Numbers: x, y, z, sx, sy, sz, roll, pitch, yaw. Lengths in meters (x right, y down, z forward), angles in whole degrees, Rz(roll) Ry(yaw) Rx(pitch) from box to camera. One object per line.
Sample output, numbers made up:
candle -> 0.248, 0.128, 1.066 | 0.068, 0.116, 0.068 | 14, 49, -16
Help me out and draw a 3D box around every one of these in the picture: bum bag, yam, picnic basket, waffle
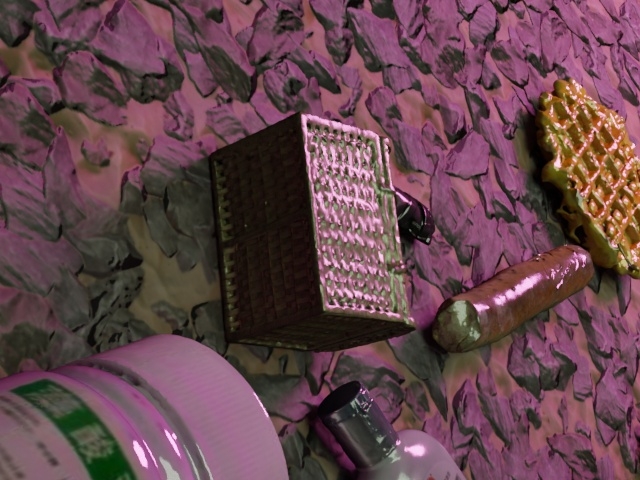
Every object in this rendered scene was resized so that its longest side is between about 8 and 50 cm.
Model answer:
bum bag -> 0.088, -0.035, 1.375 | 0.124, 0.034, 0.058 | 25, 43, -40
yam -> 0.232, 0.066, 1.466 | 0.317, 0.067, 0.071 | -19, 74, -51
picnic basket -> 0.000, 0.000, 1.188 | 0.154, 0.134, 0.196 | 11, 65, -46
waffle -> 0.380, -0.085, 1.705 | 0.262, 0.060, 0.280 | 18, 59, -39

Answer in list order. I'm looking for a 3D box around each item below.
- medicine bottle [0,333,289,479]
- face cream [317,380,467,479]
medicine bottle -> -0.197, 0.198, 0.822 | 0.325, 0.212, 0.212 | -15, 85, -49
face cream -> 0.096, 0.266, 1.223 | 0.291, 0.071, 0.144 | 55, 42, -17
